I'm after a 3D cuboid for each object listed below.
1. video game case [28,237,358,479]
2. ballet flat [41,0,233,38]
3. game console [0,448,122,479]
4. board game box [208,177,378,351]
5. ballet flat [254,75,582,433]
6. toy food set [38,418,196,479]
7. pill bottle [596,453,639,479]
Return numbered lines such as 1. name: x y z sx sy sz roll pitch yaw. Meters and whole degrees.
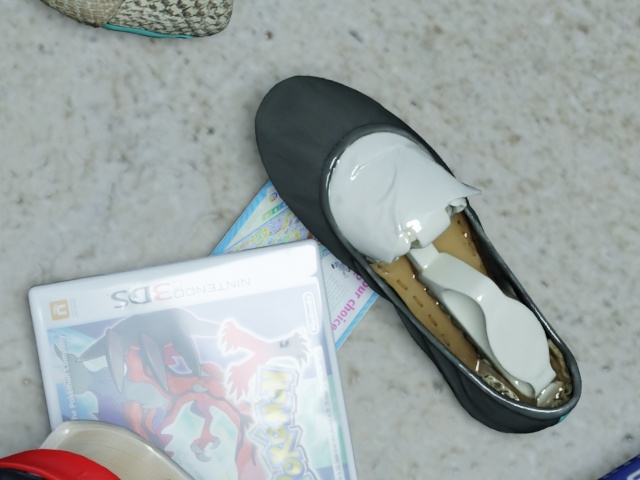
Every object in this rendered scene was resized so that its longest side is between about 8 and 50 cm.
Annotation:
1. video game case: -0.075 0.112 1.039 0.183 0.023 0.201 -10 92 -4
2. ballet flat: -0.055 -0.359 1.063 0.182 0.164 0.483 15 87 -29
3. game console: -0.153 0.328 0.909 0.342 0.060 0.387 -31 89 28
4. board game box: 0.000 0.000 1.080 0.103 0.026 0.154 38 79 -3
5. ballet flat: 0.073 0.006 1.029 0.095 0.096 0.280 -45 105 -14
6. toy food set: -0.089 0.277 0.937 0.306 0.092 0.220 40 105 11
7. pill bottle: 0.200 0.220 1.025 0.264 0.153 0.153 -30 89 -11
